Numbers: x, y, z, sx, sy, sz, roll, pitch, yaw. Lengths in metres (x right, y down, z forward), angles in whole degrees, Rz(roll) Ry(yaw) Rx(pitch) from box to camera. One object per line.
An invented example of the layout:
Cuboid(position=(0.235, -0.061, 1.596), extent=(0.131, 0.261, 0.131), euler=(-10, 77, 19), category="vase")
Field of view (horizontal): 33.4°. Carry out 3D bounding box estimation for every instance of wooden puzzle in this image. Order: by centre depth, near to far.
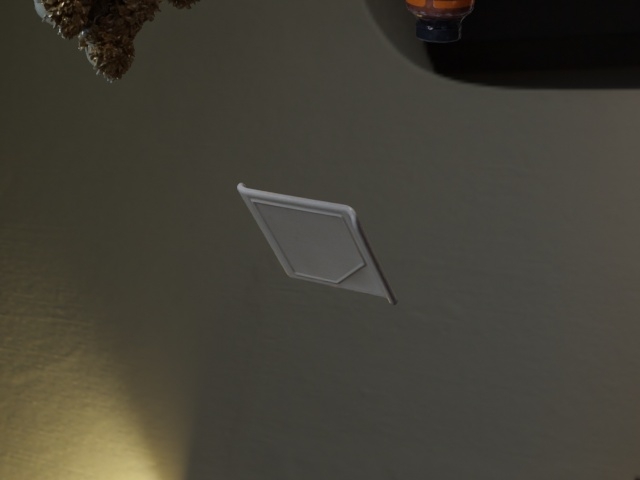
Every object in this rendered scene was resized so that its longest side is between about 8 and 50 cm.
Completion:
Cuboid(position=(0.000, 0.000, 1.671), extent=(0.044, 0.239, 0.221), euler=(-55, -39, -25), category="wooden puzzle")

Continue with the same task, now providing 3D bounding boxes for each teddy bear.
Cuboid(position=(-0.235, -0.363, 1.313), extent=(0.245, 0.113, 0.338), euler=(56, -131, -30), category="teddy bear")

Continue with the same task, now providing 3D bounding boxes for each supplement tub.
Cuboid(position=(0.178, -0.395, 1.566), extent=(0.106, 0.106, 0.197), euler=(-35, -46, -52), category="supplement tub")
